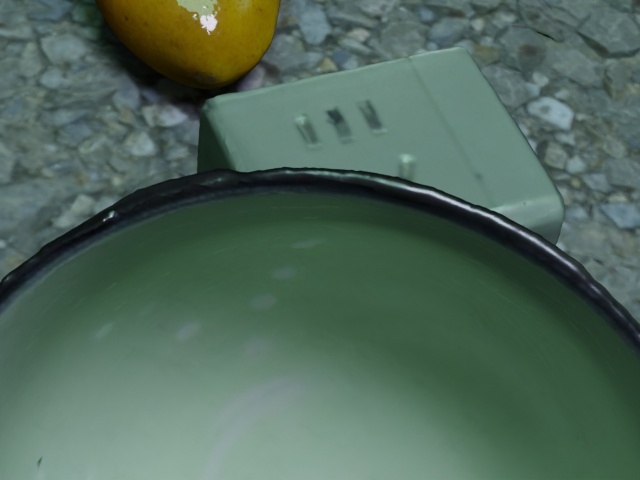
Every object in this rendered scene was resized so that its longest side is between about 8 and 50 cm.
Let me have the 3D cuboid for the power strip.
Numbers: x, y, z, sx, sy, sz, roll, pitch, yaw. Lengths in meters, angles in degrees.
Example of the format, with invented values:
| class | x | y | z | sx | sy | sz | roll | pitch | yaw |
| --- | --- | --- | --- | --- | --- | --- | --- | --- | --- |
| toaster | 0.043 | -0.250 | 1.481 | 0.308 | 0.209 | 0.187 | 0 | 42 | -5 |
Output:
| class | x | y | z | sx | sy | sz | roll | pitch | yaw |
| --- | --- | --- | --- | --- | --- | --- | --- | --- | --- |
| power strip | 0.000 | 0.000 | 0.819 | 0.224 | 0.139 | 0.140 | -14 | 55 | -17 |

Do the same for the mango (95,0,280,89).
| class | x | y | z | sx | sy | sz | roll | pitch | yaw |
| --- | --- | --- | --- | --- | --- | --- | --- | --- | --- |
| mango | -0.090 | -0.194 | 1.004 | 0.145 | 0.112 | 0.219 | -1 | 56 | -13 |

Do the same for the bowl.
| class | x | y | z | sx | sy | sz | roll | pitch | yaw |
| --- | --- | --- | --- | --- | --- | --- | --- | --- | --- |
| bowl | 0.000 | 0.138 | 0.657 | 0.354 | 0.353 | 0.185 | 15 | 6 | 3 |
